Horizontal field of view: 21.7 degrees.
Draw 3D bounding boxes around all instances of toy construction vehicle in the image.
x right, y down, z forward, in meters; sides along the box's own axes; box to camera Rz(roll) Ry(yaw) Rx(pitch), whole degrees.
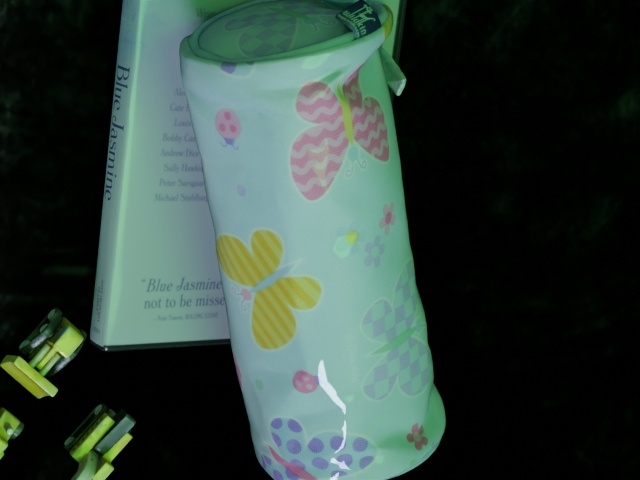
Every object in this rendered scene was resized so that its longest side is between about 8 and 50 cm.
[{"bbox_3d":[-0.147,0.101,0.919,0.098,0.035,0.086,-47,114,-11],"label":"toy construction vehicle"}]

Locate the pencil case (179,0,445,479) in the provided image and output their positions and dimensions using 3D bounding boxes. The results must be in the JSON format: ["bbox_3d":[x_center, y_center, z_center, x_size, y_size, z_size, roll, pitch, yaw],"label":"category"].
[{"bbox_3d":[0.000,0.000,0.920,0.124,0.113,0.273,-37,126,-50],"label":"pencil case"}]

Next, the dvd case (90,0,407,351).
[{"bbox_3d":[-0.036,-0.063,0.958,0.180,0.022,0.253,-1,105,-33],"label":"dvd case"}]
